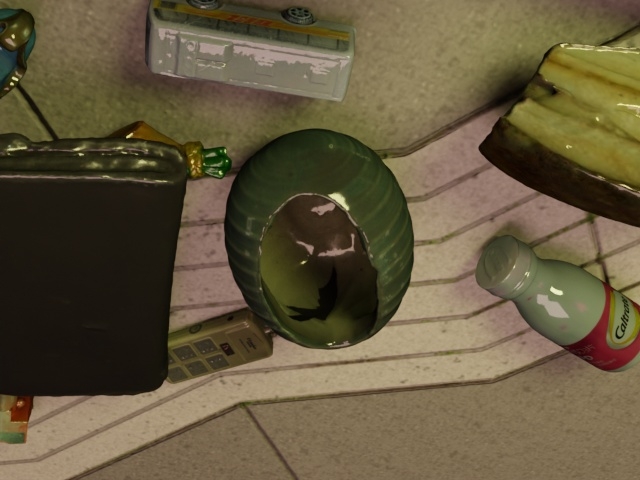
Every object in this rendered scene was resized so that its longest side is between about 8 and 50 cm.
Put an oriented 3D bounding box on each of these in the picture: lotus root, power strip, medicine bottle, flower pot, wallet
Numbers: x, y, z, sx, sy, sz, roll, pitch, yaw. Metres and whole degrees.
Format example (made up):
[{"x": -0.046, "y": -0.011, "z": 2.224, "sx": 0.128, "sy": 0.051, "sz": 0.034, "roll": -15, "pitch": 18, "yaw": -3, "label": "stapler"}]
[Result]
[{"x": 0.304, "y": -0.074, "z": 0.771, "sx": 0.314, "sy": 0.210, "sz": 0.142, "roll": 16, "pitch": 145, "yaw": 7, "label": "lotus root"}, {"x": -0.133, "y": 0.134, "z": 1.073, "sx": 0.169, "sy": 0.028, "sz": 0.076, "roll": -19, "pitch": 128, "yaw": 15, "label": "power strip"}, {"x": 0.278, "y": 0.072, "z": 0.981, "sx": 0.216, "sy": 0.090, "sz": 0.090, "roll": 29, "pitch": 125, "yaw": -24, "label": "medicine bottle"}, {"x": 0.000, "y": 0.000, "z": 0.872, "sx": 0.189, "sy": 0.157, "sz": 0.243, "roll": -5, "pitch": 132, "yaw": 6, "label": "flower pot"}, {"x": -0.263, "y": 0.046, "z": 0.882, "sx": 0.228, "sy": 0.062, "sz": 0.406, "roll": 2, "pitch": 143, "yaw": -12, "label": "wallet"}]

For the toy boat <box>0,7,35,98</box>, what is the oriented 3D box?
[{"x": -0.324, "y": -0.153, "z": 0.784, "sx": 0.185, "sy": 0.077, "sz": 0.075, "roll": -29, "pitch": 125, "yaw": 23, "label": "toy boat"}]

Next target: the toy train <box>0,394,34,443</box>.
[{"x": -0.423, "y": 0.183, "z": 1.090, "sx": 0.118, "sy": 0.074, "sz": 0.176, "roll": 5, "pitch": 127, "yaw": -18, "label": "toy train"}]

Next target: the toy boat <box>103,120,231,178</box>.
[{"x": -0.202, "y": -0.056, "z": 0.863, "sx": 0.229, "sy": 0.089, "sz": 0.088, "roll": -26, "pitch": 113, "yaw": 19, "label": "toy boat"}]

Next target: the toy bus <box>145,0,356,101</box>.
[{"x": -0.064, "y": -0.172, "z": 0.772, "sx": 0.190, "sy": 0.075, "sz": 0.064, "roll": 7, "pitch": 132, "yaw": -8, "label": "toy bus"}]
